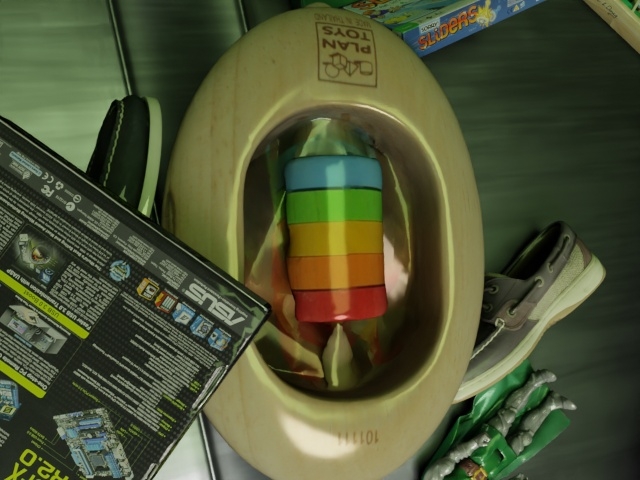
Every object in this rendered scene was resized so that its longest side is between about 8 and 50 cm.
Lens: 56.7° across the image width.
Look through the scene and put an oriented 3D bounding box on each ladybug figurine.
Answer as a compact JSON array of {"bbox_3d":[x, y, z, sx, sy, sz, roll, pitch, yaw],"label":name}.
[{"bbox_3d":[0.000,0.000,0.580,0.305,0.162,0.449,3,86,-17],"label":"ladybug figurine"}]

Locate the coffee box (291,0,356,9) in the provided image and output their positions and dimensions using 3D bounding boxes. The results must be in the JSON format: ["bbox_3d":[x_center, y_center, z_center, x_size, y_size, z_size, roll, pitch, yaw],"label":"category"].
[{"bbox_3d":[0.050,-0.321,0.630,0.184,0.113,0.040,-25,51,-11],"label":"coffee box"}]

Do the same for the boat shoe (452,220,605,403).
[{"bbox_3d":[0.209,0.077,0.680,0.285,0.103,0.092,-34,92,-21],"label":"boat shoe"}]

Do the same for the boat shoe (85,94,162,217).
[{"bbox_3d":[-0.232,0.022,0.523,0.113,0.127,0.339,16,91,-28],"label":"boat shoe"}]

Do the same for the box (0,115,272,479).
[{"bbox_3d":[-0.205,0.061,0.437,0.270,0.060,0.216,35,86,1],"label":"box"}]

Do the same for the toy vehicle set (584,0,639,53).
[{"bbox_3d":[0.414,-0.385,0.808,0.267,0.035,0.166,35,77,-13],"label":"toy vehicle set"}]

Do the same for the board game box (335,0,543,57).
[{"bbox_3d":[0.132,-0.264,0.660,0.201,0.136,0.035,-29,131,-18],"label":"board game box"}]

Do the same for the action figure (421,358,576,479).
[{"bbox_3d":[0.192,0.246,0.683,0.232,0.063,0.137,-41,102,-13],"label":"action figure"}]
